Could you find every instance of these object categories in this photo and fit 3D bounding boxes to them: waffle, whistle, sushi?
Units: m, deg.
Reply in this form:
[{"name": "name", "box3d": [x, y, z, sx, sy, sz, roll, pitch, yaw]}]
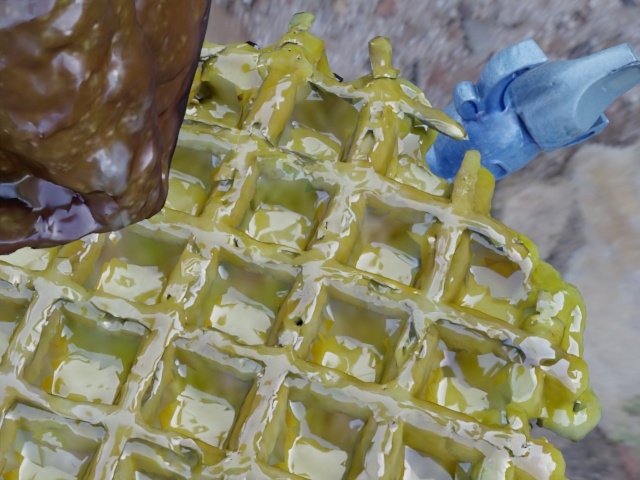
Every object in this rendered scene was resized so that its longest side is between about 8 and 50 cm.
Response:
[{"name": "waffle", "box3d": [-0.056, 0.051, 1.008, 0.382, 0.095, 0.380, -26, 64, -18]}, {"name": "whistle", "box3d": [0.184, -0.116, 1.805, 0.269, 0.180, 0.093, -27, 60, 17]}, {"name": "sushi", "box3d": [-0.107, -0.126, 0.621, 0.179, 0.167, 0.296, 19, 112, 19]}]
